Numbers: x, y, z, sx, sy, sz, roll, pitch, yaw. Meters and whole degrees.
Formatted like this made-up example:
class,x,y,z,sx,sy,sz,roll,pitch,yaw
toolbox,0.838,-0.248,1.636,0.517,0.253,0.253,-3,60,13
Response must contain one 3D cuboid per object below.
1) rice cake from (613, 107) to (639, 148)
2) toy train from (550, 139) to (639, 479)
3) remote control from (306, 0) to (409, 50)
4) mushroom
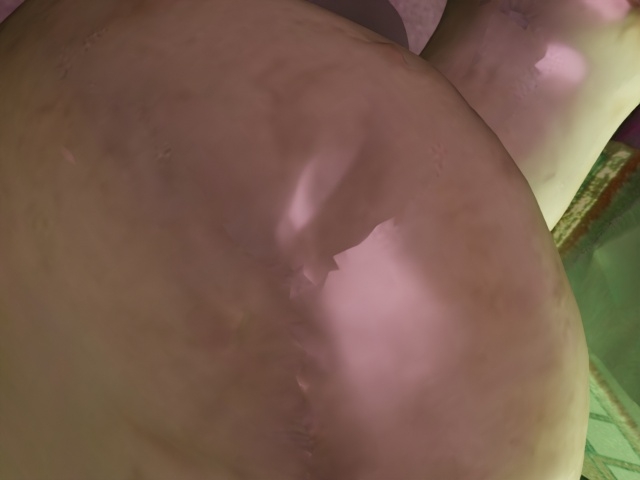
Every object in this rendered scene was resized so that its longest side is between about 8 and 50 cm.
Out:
class,x,y,z,sx,sy,sz,roll,pitch,yaw
rice cake,0.250,-0.098,0.898,0.270,0.049,0.055,-49,138,-21
toy train,0.182,0.078,0.801,0.129,0.159,0.326,-48,117,-20
remote control,-0.056,-0.093,0.715,0.245,0.022,0.077,-10,100,-32
mushroom,-0.017,0.012,0.552,0.315,0.315,0.356,28,107,-31
